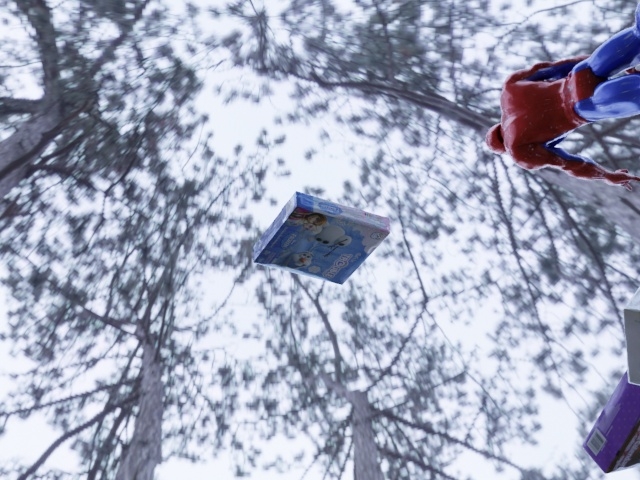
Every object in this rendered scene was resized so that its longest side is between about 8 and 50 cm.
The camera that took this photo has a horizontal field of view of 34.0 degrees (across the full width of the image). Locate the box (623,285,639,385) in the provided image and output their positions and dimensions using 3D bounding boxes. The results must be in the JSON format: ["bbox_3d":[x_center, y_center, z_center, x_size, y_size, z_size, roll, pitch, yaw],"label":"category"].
[{"bbox_3d":[0.378,0.097,1.084,0.101,0.087,0.101,10,-53,37],"label":"box"}]

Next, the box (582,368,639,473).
[{"bbox_3d":[0.487,0.172,1.363,0.201,0.057,0.293,-4,-51,-31],"label":"box"}]

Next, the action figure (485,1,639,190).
[{"bbox_3d":[0.235,-0.109,0.766,0.139,0.280,0.091,5,-104,-28],"label":"action figure"}]

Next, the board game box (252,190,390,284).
[{"bbox_3d":[0.000,0.000,0.908,0.090,0.020,0.090,14,-39,-22],"label":"board game box"}]
